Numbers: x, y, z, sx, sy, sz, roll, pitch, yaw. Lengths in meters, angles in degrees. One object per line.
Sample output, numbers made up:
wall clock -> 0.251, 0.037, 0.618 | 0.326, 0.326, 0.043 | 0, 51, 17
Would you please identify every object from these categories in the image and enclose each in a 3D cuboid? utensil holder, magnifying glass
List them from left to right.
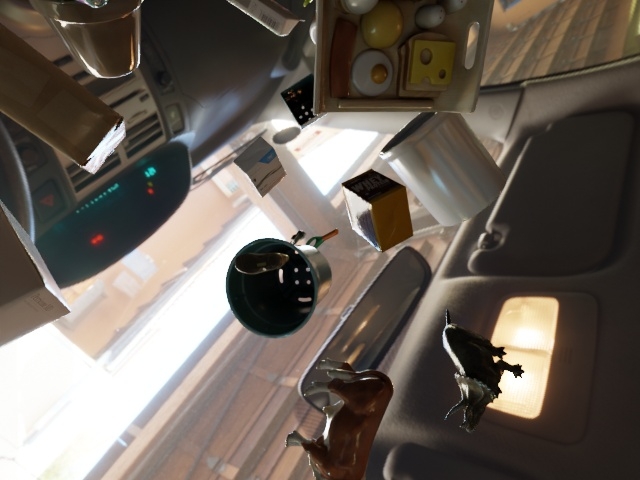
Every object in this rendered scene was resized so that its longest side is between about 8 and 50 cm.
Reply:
magnifying glass -> 0.000, 0.000, 2.001 | 0.230, 0.026, 0.092 | -30, -145, 40
utensil holder -> 0.474, -0.296, 1.589 | 0.327, 0.385, 0.328 | -41, -169, 10

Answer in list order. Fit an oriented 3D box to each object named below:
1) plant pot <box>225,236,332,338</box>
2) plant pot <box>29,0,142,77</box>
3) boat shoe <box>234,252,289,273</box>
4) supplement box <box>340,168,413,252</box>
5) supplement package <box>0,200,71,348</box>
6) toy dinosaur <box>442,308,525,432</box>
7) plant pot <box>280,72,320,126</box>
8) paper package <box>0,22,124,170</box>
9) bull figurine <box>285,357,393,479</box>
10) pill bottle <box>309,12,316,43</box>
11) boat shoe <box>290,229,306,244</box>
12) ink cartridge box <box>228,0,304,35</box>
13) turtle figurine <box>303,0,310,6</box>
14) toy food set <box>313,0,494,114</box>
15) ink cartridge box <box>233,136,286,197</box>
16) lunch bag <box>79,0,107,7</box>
plant pot -> -0.119, 0.152, 1.531 | 0.341, 0.341, 0.334 | -34, 172, 17
plant pot -> -0.705, -0.691, 1.300 | 0.323, 0.323, 0.281 | -49, 163, -32
boat shoe -> -0.183, 0.068, 1.296 | 0.189, 0.068, 0.072 | -1, -172, 31
supplement box -> 0.185, -0.103, 1.354 | 0.129, 0.192, 0.194 | -27, -145, -14
supplement package -> -0.558, 0.090, 0.581 | 0.292, 0.175, 0.177 | -31, 171, -27
toy dinosaur -> 0.340, 0.255, 0.918 | 0.121, 0.160, 0.314 | -47, -147, 35
plant pot -> -0.066, -0.609, 1.873 | 0.165, 0.166, 0.234 | -32, -176, 0
paper package -> -0.708, -0.348, 1.089 | 0.168, 0.324, 0.309 | -56, -158, -10
bull figurine -> 0.035, 0.401, 0.839 | 0.101, 0.188, 0.311 | 62, 51, -77
pill bottle -> 0.041, -0.449, 0.796 | 0.086, 0.086, 0.152 | -10, -122, 61
boat shoe -> -0.108, -0.010, 1.790 | 0.125, 0.038, 0.046 | -33, -150, 53
ink cartridge box -> -0.159, -0.693, 1.243 | 0.056, 0.180, 0.225 | -56, -175, 27
turtle figurine -> -0.103, -0.941, 1.446 | 0.087, 0.217, 0.269 | -55, -152, -13
toy food set -> 0.131, -0.311, 0.644 | 0.305, 0.220, 0.092 | -6, -157, -19
ink cartridge box -> -0.161, -0.194, 1.160 | 0.104, 0.060, 0.180 | -45, 158, -8
lunch bag -> -0.548, -0.705, 0.952 | 0.279, 0.107, 0.224 | 108, -1, -66
